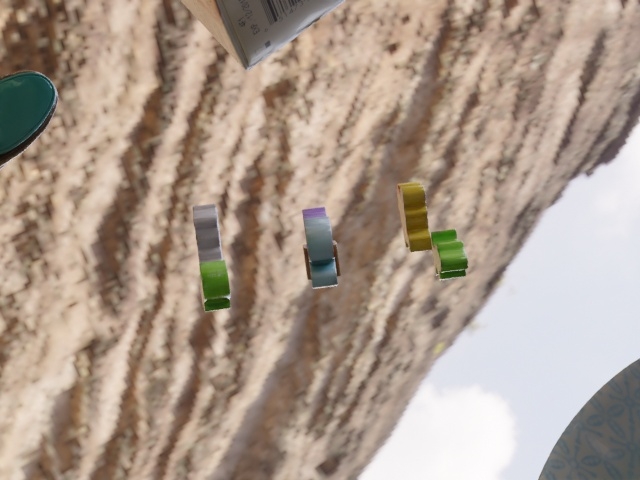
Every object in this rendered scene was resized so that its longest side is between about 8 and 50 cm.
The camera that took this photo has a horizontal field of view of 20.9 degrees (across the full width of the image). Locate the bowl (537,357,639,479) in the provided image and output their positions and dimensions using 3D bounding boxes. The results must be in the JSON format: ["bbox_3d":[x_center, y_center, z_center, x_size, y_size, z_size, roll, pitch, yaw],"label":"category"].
[{"bbox_3d":[0.336,0.241,1.511,0.289,0.289,0.156,-31,-59,35],"label":"bowl"}]

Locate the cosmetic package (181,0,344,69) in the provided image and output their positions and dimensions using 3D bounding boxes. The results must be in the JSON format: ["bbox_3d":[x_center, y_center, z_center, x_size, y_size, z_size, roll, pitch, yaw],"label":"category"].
[{"bbox_3d":[-0.104,-0.310,1.513,0.153,0.129,0.296,-39,-118,-8],"label":"cosmetic package"}]

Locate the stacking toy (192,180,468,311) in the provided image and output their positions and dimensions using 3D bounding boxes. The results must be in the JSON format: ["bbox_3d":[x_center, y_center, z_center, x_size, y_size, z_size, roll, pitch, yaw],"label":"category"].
[{"bbox_3d":[0.000,0.000,1.154,0.167,0.221,0.052,-8,-83,-3],"label":"stacking toy"}]

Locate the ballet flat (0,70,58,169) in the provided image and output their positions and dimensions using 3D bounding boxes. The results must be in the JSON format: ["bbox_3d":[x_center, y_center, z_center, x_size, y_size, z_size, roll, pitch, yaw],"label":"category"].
[{"bbox_3d":[-0.318,-0.076,1.554,0.073,0.206,0.067,45,-29,1],"label":"ballet flat"}]
